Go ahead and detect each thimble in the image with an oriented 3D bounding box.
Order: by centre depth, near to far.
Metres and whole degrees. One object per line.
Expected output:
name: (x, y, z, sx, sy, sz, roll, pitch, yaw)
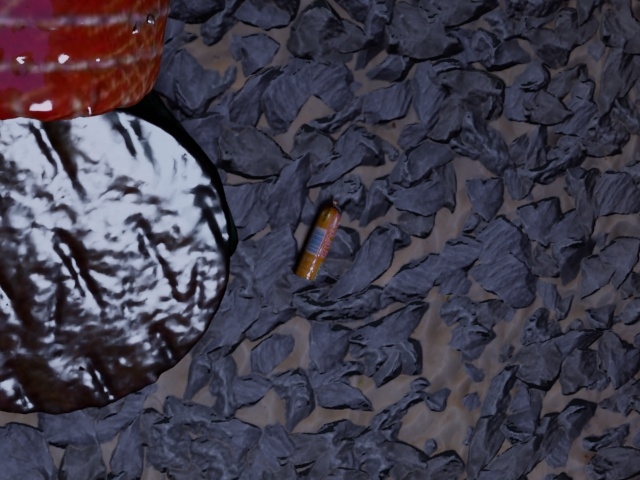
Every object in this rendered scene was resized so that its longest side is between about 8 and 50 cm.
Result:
thimble: (-0.312, -0.257, 1.632, 0.350, 0.350, 0.230, -3, 108, -25)

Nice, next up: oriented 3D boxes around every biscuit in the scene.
biscuit: (-0.302, 0.011, 1.831, 0.407, 0.091, 0.407, -8, 117, -17)

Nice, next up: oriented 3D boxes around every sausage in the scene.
sausage: (0.000, 0.000, 2.035, 0.031, 0.031, 0.107, 22, 94, -29)

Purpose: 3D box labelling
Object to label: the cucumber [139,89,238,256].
cucumber: (-0.171, -0.064, 1.919, 0.115, 0.063, 0.244, -43, 119, -8)
